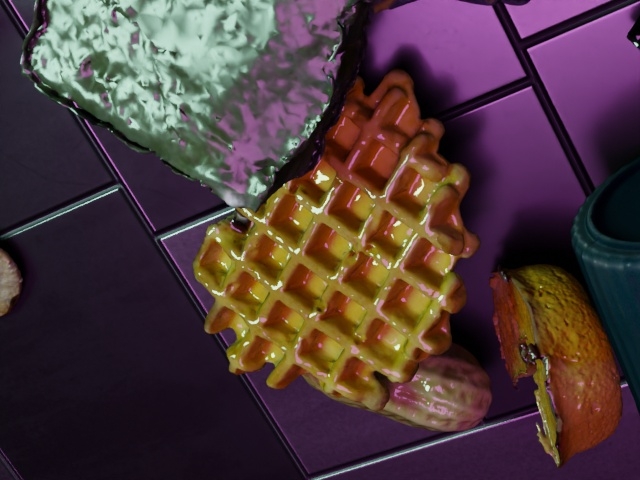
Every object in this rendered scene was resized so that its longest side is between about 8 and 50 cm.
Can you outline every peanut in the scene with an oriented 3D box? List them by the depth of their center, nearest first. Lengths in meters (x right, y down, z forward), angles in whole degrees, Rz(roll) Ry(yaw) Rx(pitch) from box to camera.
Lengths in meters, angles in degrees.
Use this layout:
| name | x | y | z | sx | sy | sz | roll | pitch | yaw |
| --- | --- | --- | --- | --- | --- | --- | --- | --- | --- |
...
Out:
| name | x | y | z | sx | sy | sz | roll | pitch | yaw |
| --- | --- | --- | --- | --- | --- | --- | --- | --- | --- |
| peanut | 0.064 | 0.116 | 1.212 | 0.194 | 0.093 | 0.083 | 18 | 124 | 18 |

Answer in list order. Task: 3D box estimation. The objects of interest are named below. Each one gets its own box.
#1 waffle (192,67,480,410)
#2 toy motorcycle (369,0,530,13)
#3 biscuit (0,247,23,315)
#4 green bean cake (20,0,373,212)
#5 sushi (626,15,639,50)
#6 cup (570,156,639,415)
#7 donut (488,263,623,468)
| name | x | y | z | sx | sy | sz | roll | pitch | yaw |
| --- | --- | --- | --- | --- | --- | --- | --- | --- | --- |
| waffle | 0.000 | 0.000 | 1.134 | 0.283 | 0.065 | 0.309 | -9 | 94 | 30 |
| toy motorcycle | 0.116 | -0.229 | 1.023 | 0.193 | 0.061 | 0.124 | -20 | 114 | 21 |
| biscuit | -0.348 | 0.036 | 1.294 | 0.120 | 0.015 | 0.120 | 2 | 131 | 3 |
| green bean cake | -0.082 | -0.179 | 1.026 | 0.255 | 0.132 | 0.241 | 28 | 115 | 11 |
| sushi | 0.294 | -0.167 | 1.020 | 0.083 | 0.056 | 0.085 | 35 | 122 | 2 |
| cup | 0.375 | 0.064 | 1.021 | 0.308 | 0.242 | 0.292 | -19 | 110 | 25 |
| donut | 0.195 | 0.089 | 1.120 | 0.078 | 0.181 | 0.146 | -14 | 117 | -2 |
